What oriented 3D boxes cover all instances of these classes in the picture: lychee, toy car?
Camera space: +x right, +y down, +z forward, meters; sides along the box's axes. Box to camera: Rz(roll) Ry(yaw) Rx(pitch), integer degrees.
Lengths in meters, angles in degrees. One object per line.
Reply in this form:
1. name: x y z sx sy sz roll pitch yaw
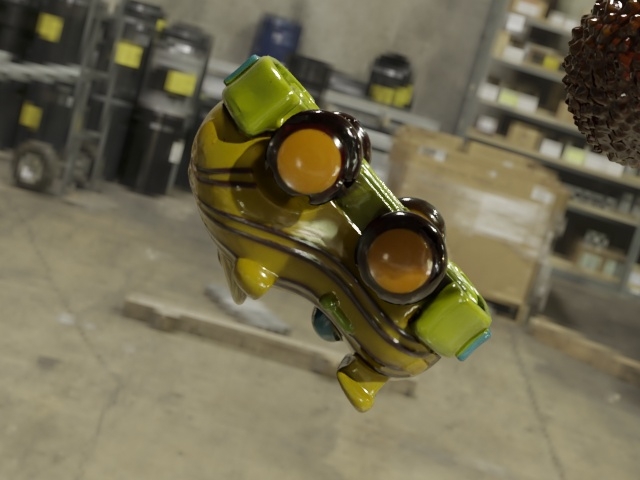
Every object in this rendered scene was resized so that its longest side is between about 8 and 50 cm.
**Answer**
1. lychee: 0.195 -0.096 0.841 0.123 0.123 0.129 9 27 -30
2. toy car: 0.000 0.000 1.002 0.248 0.142 0.200 49 6 3
